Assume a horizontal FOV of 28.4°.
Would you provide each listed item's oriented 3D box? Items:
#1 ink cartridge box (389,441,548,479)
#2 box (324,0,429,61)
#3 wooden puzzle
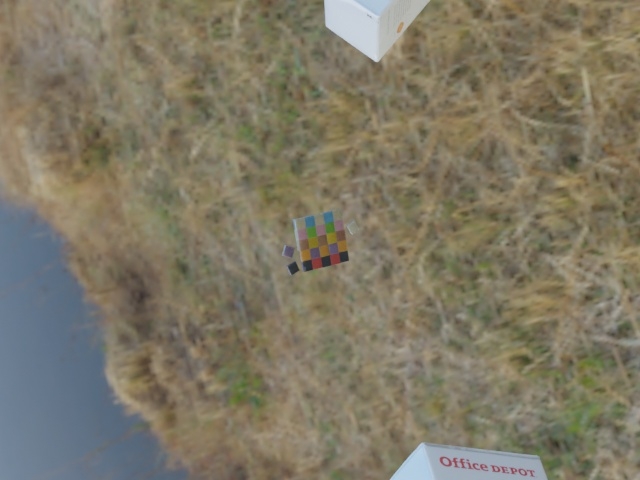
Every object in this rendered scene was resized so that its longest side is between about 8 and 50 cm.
[{"bbox_3d":[0.173,0.323,1.288,0.092,0.158,0.218,-59,33,35],"label":"ink cartridge box"},{"bbox_3d":[0.090,-0.341,1.631,0.091,0.170,0.130,37,166,12],"label":"box"},{"bbox_3d":[0.000,0.000,1.157,0.006,0.083,0.049,3,104,61],"label":"wooden puzzle"}]
